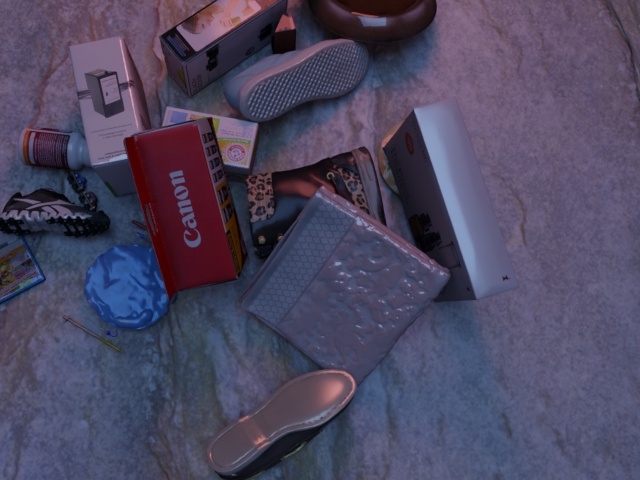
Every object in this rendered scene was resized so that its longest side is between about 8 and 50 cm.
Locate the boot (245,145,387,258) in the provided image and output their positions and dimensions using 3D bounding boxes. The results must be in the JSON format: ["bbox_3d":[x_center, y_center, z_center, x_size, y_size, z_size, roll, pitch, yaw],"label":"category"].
[{"bbox_3d":[0.000,0.000,1.365,0.285,0.138,0.376,-9,86,-2],"label":"boot"}]

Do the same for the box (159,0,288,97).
[{"bbox_3d":[-0.215,-0.465,1.446,0.290,0.169,0.087,-38,85,-14],"label":"box"}]

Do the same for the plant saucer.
[{"bbox_3d":[0.126,-0.587,1.517,0.311,0.050,0.310,2,55,-3],"label":"plant saucer"}]

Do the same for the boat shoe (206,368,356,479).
[{"bbox_3d":[-0.068,0.373,1.283,0.325,0.096,0.116,-30,50,-13],"label":"boat shoe"}]

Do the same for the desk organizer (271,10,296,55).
[{"bbox_3d":[-0.086,-0.470,1.477,0.050,0.130,0.047,-12,78,-6],"label":"desk organizer"}]

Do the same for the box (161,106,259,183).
[{"bbox_3d":[-0.244,-0.207,1.408,0.203,0.103,0.114,9,75,-3],"label":"box"}]

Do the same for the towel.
[{"bbox_3d":[0.038,0.101,1.279,0.317,0.053,0.331,35,114,-2],"label":"towel"}]

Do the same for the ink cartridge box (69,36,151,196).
[{"bbox_3d":[-0.429,-0.257,1.354,0.115,0.198,0.272,-13,77,-7],"label":"ink cartridge box"}]

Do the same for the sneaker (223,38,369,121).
[{"bbox_3d":[-0.059,-0.390,1.463,0.366,0.135,0.150,-25,42,-29],"label":"sneaker"}]

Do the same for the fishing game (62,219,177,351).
[{"bbox_3d":[-0.400,0.098,1.352,0.189,0.041,0.264,28,69,-6],"label":"fishing game"}]

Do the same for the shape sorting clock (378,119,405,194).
[{"bbox_3d":[0.236,-0.187,1.482,0.207,0.040,0.206,1,84,-6],"label":"shape sorting clock"}]

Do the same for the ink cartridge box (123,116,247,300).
[{"bbox_3d":[-0.247,-0.070,1.228,0.130,0.272,0.309,-13,103,2],"label":"ink cartridge box"}]

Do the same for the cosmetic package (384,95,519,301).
[{"bbox_3d":[0.253,-0.065,1.305,0.098,0.284,0.376,-17,85,-9],"label":"cosmetic package"}]

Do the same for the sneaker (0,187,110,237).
[{"bbox_3d":[-0.558,-0.066,1.346,0.235,0.078,0.106,1,59,2],"label":"sneaker"}]

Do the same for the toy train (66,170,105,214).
[{"bbox_3d":[-0.506,-0.088,1.393,0.036,0.027,0.158,-31,81,-16],"label":"toy train"}]

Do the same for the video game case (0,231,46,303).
[{"bbox_3d":[-0.675,0.041,1.350,0.119,0.015,0.166,-30,80,-12],"label":"video game case"}]

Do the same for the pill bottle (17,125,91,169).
[{"bbox_3d":[-0.564,-0.198,1.384,0.152,0.086,0.085,6,75,-4],"label":"pill bottle"}]
